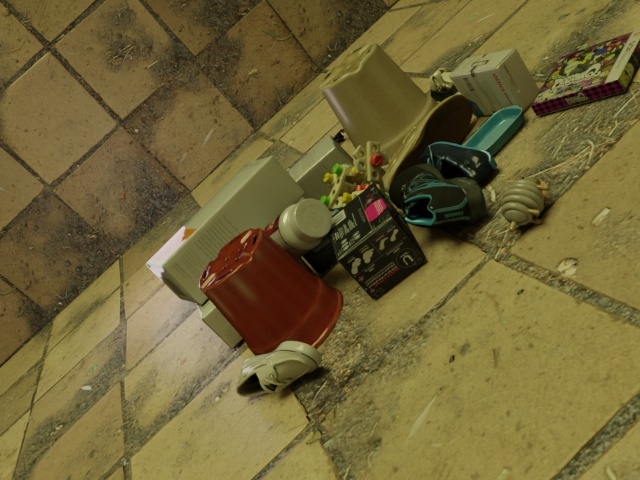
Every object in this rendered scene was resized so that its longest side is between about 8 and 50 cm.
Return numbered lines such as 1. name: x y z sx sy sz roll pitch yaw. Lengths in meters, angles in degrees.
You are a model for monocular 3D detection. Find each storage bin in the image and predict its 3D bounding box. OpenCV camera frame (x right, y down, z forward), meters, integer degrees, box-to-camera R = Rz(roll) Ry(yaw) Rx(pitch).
1. storage bin: 0.000 0.000 1.852 0.122 0.084 0.180 -40 23 4

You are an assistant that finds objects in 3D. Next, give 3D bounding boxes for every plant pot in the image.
1. plant pot: 0.169 -0.432 2.070 0.333 0.305 0.334 -35 23 18
2. plant pot: -0.132 0.128 1.595 0.272 0.265 0.272 -35 24 18

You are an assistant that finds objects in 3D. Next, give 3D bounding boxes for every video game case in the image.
1. video game case: 0.643 -0.400 1.574 0.232 0.042 0.210 -8 39 54

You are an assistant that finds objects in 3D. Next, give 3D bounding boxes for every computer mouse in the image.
1. computer mouse: 0.054 -0.331 2.409 0.184 0.060 0.262 -46 10 0

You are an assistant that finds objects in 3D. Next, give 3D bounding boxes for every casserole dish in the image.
1. casserole dish: 0.442 -0.268 1.675 0.188 0.037 0.114 -45 22 -10

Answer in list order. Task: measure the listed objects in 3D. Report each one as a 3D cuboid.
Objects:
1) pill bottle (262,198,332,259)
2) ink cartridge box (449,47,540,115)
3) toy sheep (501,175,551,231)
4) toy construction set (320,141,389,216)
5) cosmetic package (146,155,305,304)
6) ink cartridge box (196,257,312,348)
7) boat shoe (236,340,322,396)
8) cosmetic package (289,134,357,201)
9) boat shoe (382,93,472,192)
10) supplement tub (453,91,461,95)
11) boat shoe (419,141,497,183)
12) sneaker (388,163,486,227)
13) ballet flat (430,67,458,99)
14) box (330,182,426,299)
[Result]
1. pill bottle: -0.063 -0.021 1.665 0.121 0.121 0.221 -56 10 -30
2. ink cartridge box: 0.464 -0.417 1.764 0.086 0.148 0.203 -45 23 -14
3. toy sheep: 0.405 -0.073 1.319 0.091 0.091 0.132 -9 45 54
4. toy construction set: 0.107 -0.142 1.796 0.327 0.151 0.215 152 134 -72
5. cosmetic package: -0.280 -0.034 1.952 0.453 0.161 0.230 -48 19 -20
6. ink cartridge box: -0.204 0.122 1.904 0.309 0.130 0.272 -43 19 -4
7. boat shoe: -0.102 0.295 1.469 0.267 0.096 0.088 -22 34 43
8. cosmetic package: 0.018 -0.209 2.105 0.183 0.151 0.151 -40 23 12
9. boat shoe: 0.284 -0.268 1.823 0.341 0.122 0.110 -49 22 -11
10. supplement tub: 0.416 -0.401 1.916 0.107 0.071 0.071 -37 23 11
11. boat shoe: 0.320 -0.189 1.644 0.089 0.109 0.258 -50 21 -11
12. sneaker: 0.234 -0.103 1.546 0.139 0.125 0.340 -18 14 -19
13. ballet flat: 0.404 -0.493 2.069 0.095 0.096 0.280 -42 22 -1
14. box: 0.126 -0.002 1.572 0.163 0.142 0.247 -39 21 11
